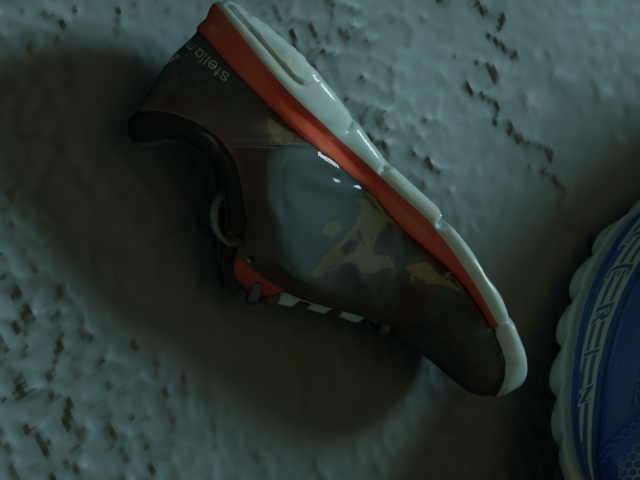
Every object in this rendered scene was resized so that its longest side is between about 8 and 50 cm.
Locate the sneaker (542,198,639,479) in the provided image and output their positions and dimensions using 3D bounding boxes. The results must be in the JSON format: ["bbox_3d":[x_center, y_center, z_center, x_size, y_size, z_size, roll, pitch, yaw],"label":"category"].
[{"bbox_3d":[0.202,0.003,0.660,0.130,0.147,0.330,50,62,-18],"label":"sneaker"}]

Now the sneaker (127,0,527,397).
[{"bbox_3d":[0.000,0.000,0.592,0.065,0.061,0.158,-43,108,-2],"label":"sneaker"}]
